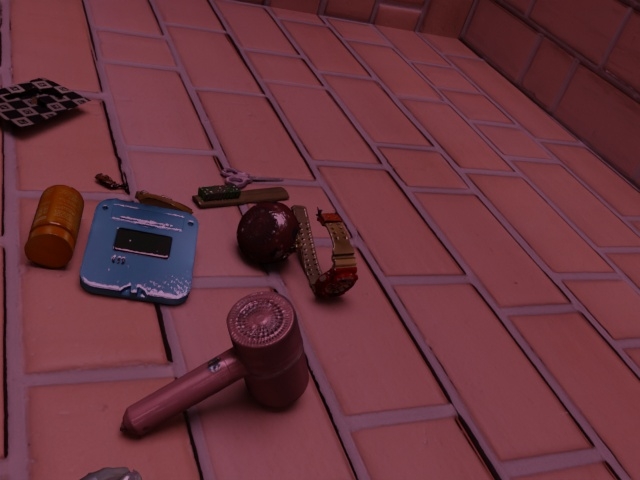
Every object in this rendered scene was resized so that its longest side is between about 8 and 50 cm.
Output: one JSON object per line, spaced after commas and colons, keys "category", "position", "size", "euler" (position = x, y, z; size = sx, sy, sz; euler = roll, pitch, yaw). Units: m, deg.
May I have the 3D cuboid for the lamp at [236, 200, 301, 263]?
{"category": "lamp", "position": [-0.121, -0.014, 1.674], "size": [0.135, 0.157, 0.157], "euler": [40, 35, -63]}

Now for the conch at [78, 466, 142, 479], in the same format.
{"category": "conch", "position": [-0.320, 0.400, 0.999], "size": [0.116, 0.105, 0.173], "euler": [10, 19, -1]}

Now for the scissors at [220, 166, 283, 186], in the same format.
{"category": "scissors", "position": [-0.189, -0.177, 1.978], "size": [0.189, 0.015, 0.100], "euler": [-1, 36, -29]}

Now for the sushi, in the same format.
{"category": "sushi", "position": [-0.800, -0.371, 1.925], "size": [0.193, 0.043, 0.279], "euler": [26, 33, 10]}

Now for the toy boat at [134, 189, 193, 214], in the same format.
{"category": "toy boat", "position": [-0.388, -0.085, 1.716], "size": [0.149, 0.047, 0.049], "euler": [20, 19, -4]}

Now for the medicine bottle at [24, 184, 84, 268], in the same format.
{"category": "medicine bottle", "position": [-0.571, -0.033, 1.502], "size": [0.096, 0.096, 0.191], "euler": [9, 35, -16]}

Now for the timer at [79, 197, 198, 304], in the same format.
{"category": "timer", "position": [-0.397, 0.037, 1.533], "size": [0.232, 0.091, 0.249], "euler": [11, 45, -13]}

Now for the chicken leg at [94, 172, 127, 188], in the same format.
{"category": "chicken leg", "position": [-0.532, -0.147, 1.754], "size": [0.083, 0.021, 0.036], "euler": [23, 24, 5]}

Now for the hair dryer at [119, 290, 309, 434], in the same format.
{"category": "hair dryer", "position": [-0.190, 0.254, 1.240], "size": [0.353, 0.210, 0.125], "euler": [-27, 48, -17]}

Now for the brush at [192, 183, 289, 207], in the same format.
{"category": "brush", "position": [-0.208, -0.127, 1.872], "size": [0.283, 0.048, 0.054], "euler": [-7, 41, -37]}

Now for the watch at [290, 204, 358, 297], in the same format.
{"category": "watch", "position": [0.004, 0.004, 1.650], "size": [0.102, 0.165, 0.268], "euler": [-2, 65, -30]}
